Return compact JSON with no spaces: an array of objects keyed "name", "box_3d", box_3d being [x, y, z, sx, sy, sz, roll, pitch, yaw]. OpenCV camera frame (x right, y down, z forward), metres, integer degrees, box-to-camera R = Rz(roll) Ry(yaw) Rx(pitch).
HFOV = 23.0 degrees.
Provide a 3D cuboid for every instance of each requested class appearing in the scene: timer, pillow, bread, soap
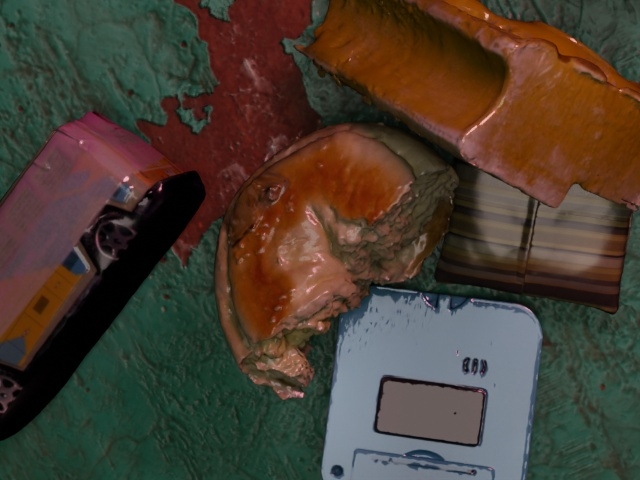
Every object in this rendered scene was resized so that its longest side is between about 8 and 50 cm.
[{"name":"timer","box_3d":[0.128,0.183,1.788,0.231,0.091,0.250,8,90,7]},{"name":"pillow","box_3d":[0.241,-0.038,1.724,0.208,0.052,0.212,9,100,5]},{"name":"bread","box_3d":[-0.005,0.000,1.705,0.192,0.171,0.314,40,98,28]},{"name":"soap","box_3d":[0.175,-0.172,1.689,0.304,0.338,0.169,21,102,-42]}]

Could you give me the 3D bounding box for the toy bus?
[{"name":"toy bus","box_3d":[-0.312,0.039,1.764,0.162,0.171,0.386,40,104,9]}]
